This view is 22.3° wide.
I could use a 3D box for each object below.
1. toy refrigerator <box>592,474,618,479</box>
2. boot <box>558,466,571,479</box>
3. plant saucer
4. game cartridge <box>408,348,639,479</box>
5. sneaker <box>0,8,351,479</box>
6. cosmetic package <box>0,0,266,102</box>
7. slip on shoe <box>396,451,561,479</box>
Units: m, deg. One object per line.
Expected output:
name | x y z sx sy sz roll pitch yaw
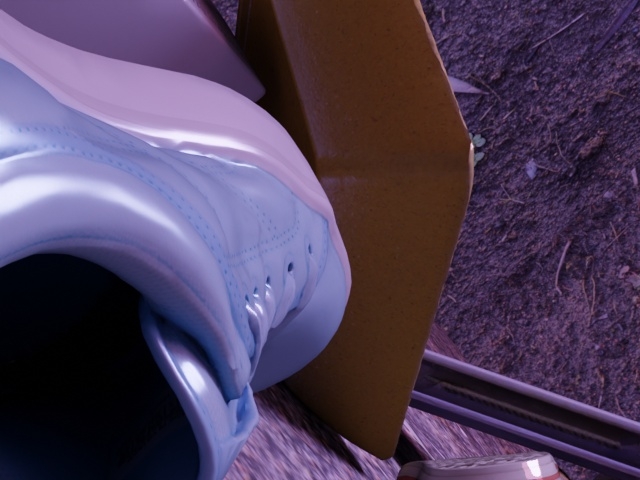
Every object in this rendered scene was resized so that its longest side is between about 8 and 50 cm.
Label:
toy refrigerator | 0.318 0.353 1.516 0.269 0.102 0.094 53 -18 -20
boot | 0.218 0.297 1.379 0.248 0.090 0.207 64 -10 2
plant saucer | -0.002 -0.063 1.129 0.333 0.081 0.333 101 -20 -50
game cartridge | 0.186 0.156 1.439 0.355 0.068 0.230 18 -7 10
sneaker | -0.071 0.030 0.458 0.150 0.135 0.366 58 16 22
cosmetic package | -0.175 -0.176 1.127 0.224 0.138 0.225 47 8 -30
slip on shoe | 0.117 0.201 1.140 0.331 0.123 0.101 68 15 -83
